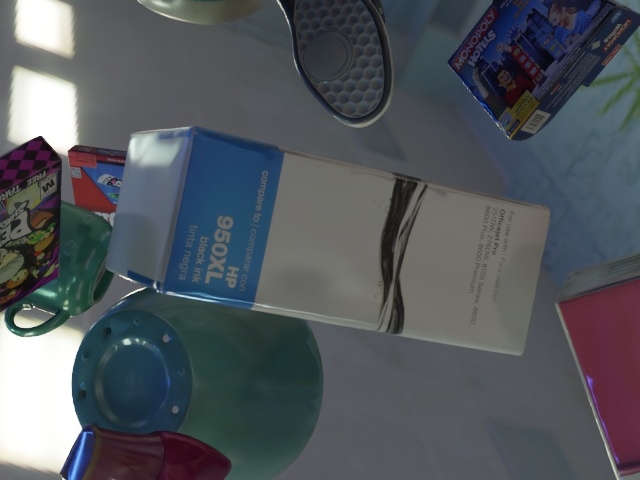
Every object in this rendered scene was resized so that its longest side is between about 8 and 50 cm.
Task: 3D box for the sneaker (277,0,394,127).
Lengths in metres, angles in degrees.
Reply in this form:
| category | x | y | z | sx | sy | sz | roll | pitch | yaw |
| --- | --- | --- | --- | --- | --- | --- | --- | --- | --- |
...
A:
| category | x | y | z | sx | sy | sz | roll | pitch | yaw |
| --- | --- | --- | --- | --- | --- | --- | --- | --- | --- |
| sneaker | 0.025 | -0.180 | 1.119 | 0.226 | 0.086 | 0.163 | 66 | -167 | 23 |

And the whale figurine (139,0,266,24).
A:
| category | x | y | z | sx | sy | sz | roll | pitch | yaw |
| --- | --- | --- | --- | --- | --- | --- | --- | --- | --- |
| whale figurine | -0.115 | -0.365 | 1.424 | 0.216 | 0.141 | 0.272 | 19 | -133 | 14 |

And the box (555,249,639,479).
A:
| category | x | y | z | sx | sy | sz | roll | pitch | yaw |
| --- | --- | --- | --- | --- | --- | --- | --- | --- | --- |
| box | 0.339 | 0.134 | 1.254 | 0.232 | 0.127 | 0.148 | 69 | -160 | -5 |

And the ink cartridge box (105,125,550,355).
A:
| category | x | y | z | sx | sy | sz | roll | pitch | yaw |
| --- | --- | --- | --- | --- | --- | --- | --- | --- | --- |
| ink cartridge box | 0.000 | 0.000 | 1.328 | 0.395 | 0.166 | 0.285 | 11 | 179 | -20 |

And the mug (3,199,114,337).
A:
| category | x | y | z | sx | sy | sz | roll | pitch | yaw |
| --- | --- | --- | --- | --- | --- | --- | --- | --- | --- |
| mug | -0.303 | 0.037 | 1.479 | 0.097 | 0.158 | 0.129 | 20 | -168 | 6 |

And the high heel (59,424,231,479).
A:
| category | x | y | z | sx | sy | sz | roll | pitch | yaw |
| --- | --- | --- | --- | --- | --- | --- | --- | --- | --- |
| high heel | -0.245 | 0.378 | 1.398 | 0.181 | 0.377 | 0.127 | 18 | -158 | -31 |

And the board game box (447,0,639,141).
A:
| category | x | y | z | sx | sy | sz | roll | pitch | yaw |
| --- | --- | --- | --- | --- | --- | --- | --- | --- | --- |
| board game box | 0.244 | -0.246 | 1.443 | 0.060 | 0.194 | 0.194 | 10 | -142 | -43 |

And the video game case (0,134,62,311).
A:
| category | x | y | z | sx | sy | sz | roll | pitch | yaw |
| --- | --- | --- | --- | --- | --- | --- | --- | --- | --- |
| video game case | -0.347 | 0.026 | 1.164 | 0.232 | 0.210 | 0.042 | -34 | -110 | -30 |

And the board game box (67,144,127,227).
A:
| category | x | y | z | sx | sy | sz | roll | pitch | yaw |
| --- | --- | --- | --- | --- | --- | --- | --- | --- | --- |
| board game box | -0.232 | -0.054 | 1.814 | 0.281 | 0.145 | 0.027 | 8 | -149 | 18 |

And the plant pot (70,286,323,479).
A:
| category | x | y | z | sx | sy | sz | roll | pitch | yaw |
| --- | --- | --- | --- | --- | --- | --- | --- | --- | --- |
| plant pot | -0.177 | 0.183 | 1.596 | 0.293 | 0.293 | 0.235 | 39 | -168 | 24 |
